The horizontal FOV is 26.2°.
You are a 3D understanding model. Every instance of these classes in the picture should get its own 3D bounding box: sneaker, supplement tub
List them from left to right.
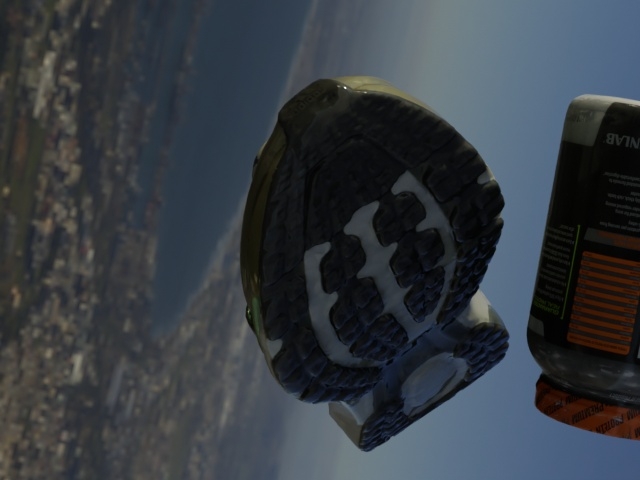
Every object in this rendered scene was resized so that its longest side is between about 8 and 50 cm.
[{"bbox_3d":[0.000,0.000,0.834,0.158,0.182,0.410,-37,157,-8],"label":"sneaker"},{"bbox_3d":[0.187,0.015,0.811,0.117,0.117,0.190,-63,163,-82],"label":"supplement tub"}]
